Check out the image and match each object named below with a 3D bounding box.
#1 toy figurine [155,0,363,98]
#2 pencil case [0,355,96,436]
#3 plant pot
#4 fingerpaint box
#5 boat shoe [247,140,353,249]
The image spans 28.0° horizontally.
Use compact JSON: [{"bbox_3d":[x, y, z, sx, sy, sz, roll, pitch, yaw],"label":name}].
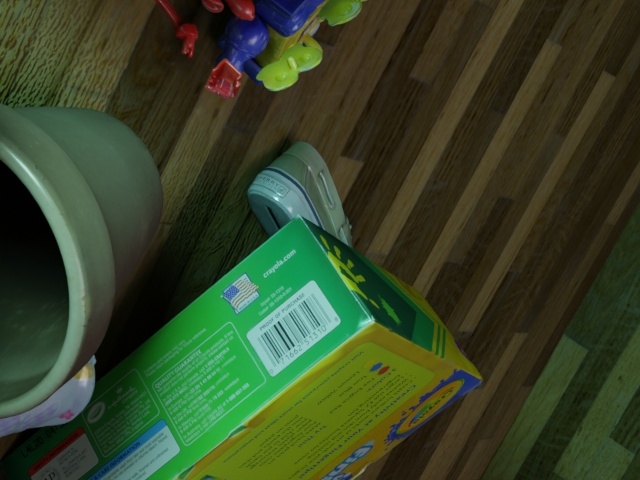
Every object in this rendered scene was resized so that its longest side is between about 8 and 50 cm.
[{"bbox_3d":[-0.039,-0.269,1.277,0.362,0.191,0.217,-52,-178,-21],"label":"toy figurine"},{"bbox_3d":[-0.339,0.134,1.204,0.124,0.113,0.273,-46,157,26],"label":"pencil case"},{"bbox_3d":[-0.250,-0.012,1.090,0.229,0.263,0.263,-38,150,-59],"label":"plant pot"},{"bbox_3d":[-0.078,0.206,1.501,0.445,0.163,0.371,-40,152,11],"label":"fingerpaint box"},{"bbox_3d":[0.000,0.000,1.587,0.094,0.109,0.302,-49,148,-19],"label":"boat shoe"}]
